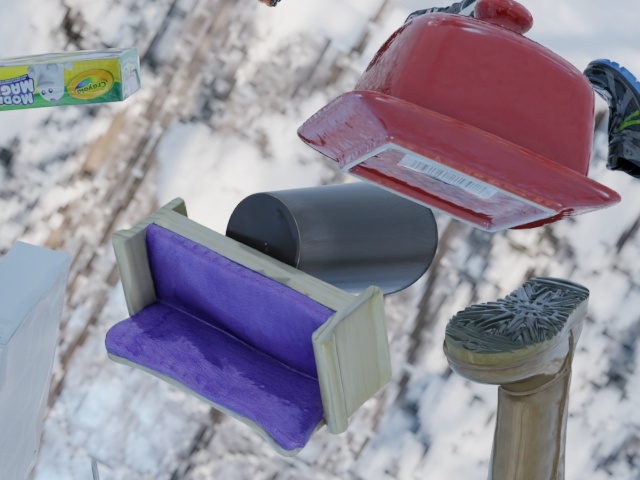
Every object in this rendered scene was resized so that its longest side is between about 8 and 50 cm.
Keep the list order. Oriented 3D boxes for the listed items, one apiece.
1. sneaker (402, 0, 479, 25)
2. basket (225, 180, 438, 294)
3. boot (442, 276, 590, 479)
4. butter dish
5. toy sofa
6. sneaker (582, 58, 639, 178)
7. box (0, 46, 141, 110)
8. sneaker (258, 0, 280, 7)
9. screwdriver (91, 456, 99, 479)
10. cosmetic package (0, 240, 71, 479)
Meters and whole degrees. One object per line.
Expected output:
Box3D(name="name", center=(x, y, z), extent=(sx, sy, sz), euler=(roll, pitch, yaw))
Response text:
Box3D(name="sneaker", center=(0.124, -0.223, 1.644), extent=(0.072, 0.178, 0.077), euler=(8, -127, -46))
Box3D(name="basket", center=(0.000, 0.000, 1.961), extent=(0.204, 0.154, 0.227), euler=(-3, 180, 41))
Box3D(name="boot", center=(0.180, 0.188, 1.429), extent=(0.089, 0.270, 0.236), euler=(16, -160, 32))
Box3D(name="butter dish", center=(0.087, -0.081, 0.871), extent=(0.160, 0.118, 0.160), euler=(22, 170, -11))
Box3D(name="toy sofa", center=(-0.104, 0.098, 1.870), extent=(0.362, 0.177, 0.150), euler=(24, 137, 35))
Box3D(name="sneaker", center=(0.317, -0.111, 1.584), extent=(0.188, 0.078, 0.067), euler=(63, -168, 26))
Box3D(name="box", center=(-0.250, -0.135, 1.317), extent=(0.179, 0.043, 0.105), euler=(-2, -168, 3))
Box3D(name="sneaker", center=(-0.084, -0.304, 1.458), extent=(0.087, 0.083, 0.221), euler=(20, 153, 18))
Box3D(name="screwdriver", center=(-0.146, 0.236, 1.094), extent=(0.024, 0.170, 0.025), euler=(-13, -167, -42))
Box3D(name="cosmetic package", center=(-0.465, 0.229, 2.206), extent=(0.097, 0.377, 0.284), euler=(17, -155, 5))
